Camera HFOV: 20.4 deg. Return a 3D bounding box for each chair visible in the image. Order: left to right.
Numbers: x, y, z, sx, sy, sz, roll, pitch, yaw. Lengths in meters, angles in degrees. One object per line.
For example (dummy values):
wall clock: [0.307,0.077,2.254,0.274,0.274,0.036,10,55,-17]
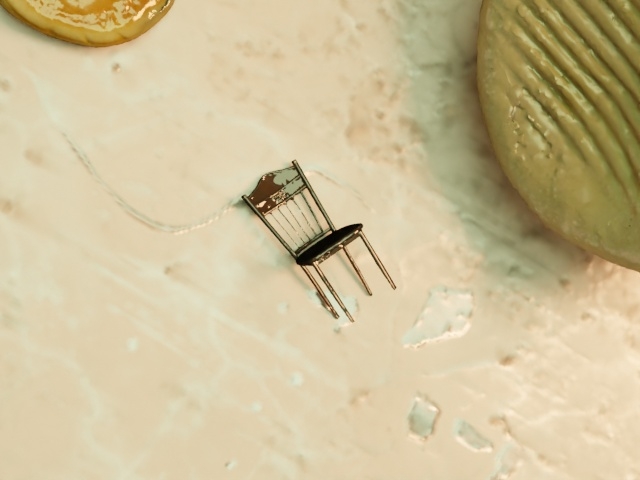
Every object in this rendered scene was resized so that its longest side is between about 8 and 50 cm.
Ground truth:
chair: [0.000,-0.001,0.900,0.037,0.042,0.086,-36,93,-17]

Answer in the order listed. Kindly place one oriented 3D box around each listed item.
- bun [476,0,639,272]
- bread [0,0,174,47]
bun: [0.187,-0.093,0.885,0.133,0.231,0.231,-9,86,-51]
bread: [-0.118,-0.151,0.897,0.110,0.024,0.110,1,84,-12]
